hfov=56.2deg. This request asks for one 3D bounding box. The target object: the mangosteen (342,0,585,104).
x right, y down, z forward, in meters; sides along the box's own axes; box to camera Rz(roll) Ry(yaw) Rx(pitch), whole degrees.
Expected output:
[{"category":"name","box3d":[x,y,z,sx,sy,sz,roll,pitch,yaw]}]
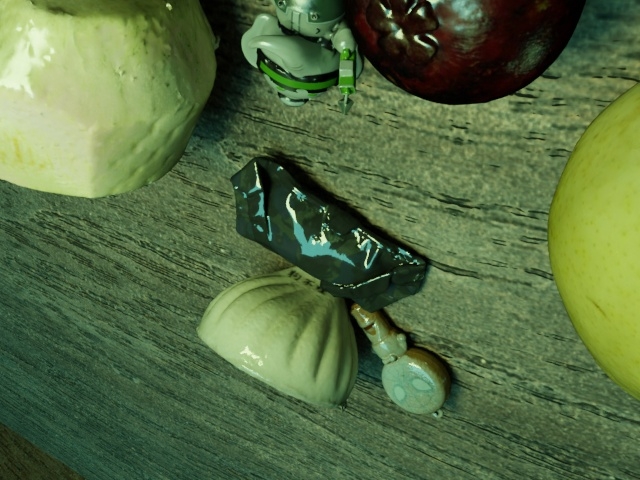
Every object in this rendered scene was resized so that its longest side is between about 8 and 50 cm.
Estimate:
[{"category":"mangosteen","box3d":[0.119,-0.212,0.489,0.210,0.210,0.210,21,134,24]}]

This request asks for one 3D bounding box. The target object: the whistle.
[{"category":"whistle","box3d":[0.122,0.181,0.919,0.107,0.057,0.220,-35,94,42]}]

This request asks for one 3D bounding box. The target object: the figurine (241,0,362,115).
[{"category":"figurine","box3d":[-0.018,-0.221,0.657,0.147,0.126,0.192,17,147,2]}]

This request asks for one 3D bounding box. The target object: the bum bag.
[{"category":"bum bag","box3d":[0.000,0.000,0.850,0.310,0.074,0.137,34,126,4]}]

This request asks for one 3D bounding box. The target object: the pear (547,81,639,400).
[{"category":"pear","box3d":[0.323,0.006,0.443,0.309,0.309,0.309,21,134,24]}]

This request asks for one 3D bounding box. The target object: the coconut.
[{"category":"coconut","box3d":[-0.306,-0.219,0.742,0.352,0.352,0.352,21,134,24]}]

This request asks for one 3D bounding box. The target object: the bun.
[{"category":"bun","box3d":[-0.041,0.125,0.928,0.263,0.175,0.263,27,176,2]}]
